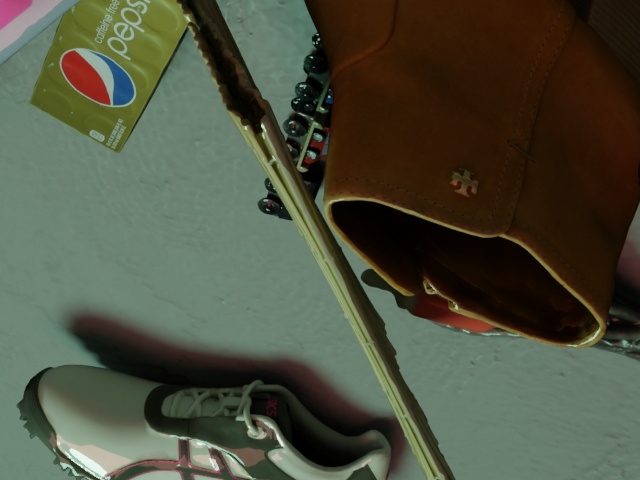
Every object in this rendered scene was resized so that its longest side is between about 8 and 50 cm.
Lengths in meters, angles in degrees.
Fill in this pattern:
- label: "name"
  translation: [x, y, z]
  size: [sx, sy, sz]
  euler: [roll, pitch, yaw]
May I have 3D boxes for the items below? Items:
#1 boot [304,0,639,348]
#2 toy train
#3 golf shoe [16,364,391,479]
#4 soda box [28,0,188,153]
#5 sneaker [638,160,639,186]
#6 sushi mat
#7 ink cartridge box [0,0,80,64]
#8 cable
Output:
- label: "boot"
  translation: [0.028, -0.095, 0.643]
  size: [0.295, 0.211, 0.104]
  euler: [32, 139, -12]
- label: "toy train"
  translation: [-0.004, -0.063, 0.838]
  size: [0.036, 0.027, 0.158]
  euler: [19, 141, -2]
- label: "golf shoe"
  translation: [-0.080, 0.138, 1.062]
  size: [0.273, 0.105, 0.120]
  euler: [22, 125, -9]
- label: "soda box"
  translation: [-0.100, -0.122, 0.774]
  size: [0.061, 0.058, 0.181]
  euler: [29, 147, -8]
- label: "sneaker"
  translation: [0.287, -0.051, 0.638]
  size: [0.281, 0.106, 0.162]
  euler: [6, 135, -24]
- label: "sushi mat"
  translation: [0.000, 0.000, 0.728]
  size: [0.019, 0.151, 0.316]
  euler: [-26, 137, 1]
- label: "ink cartridge box"
  translation: [-0.088, -0.221, 0.578]
  size: [0.311, 0.065, 0.186]
  euler: [-33, 107, 21]
- label: "cable"
  translation: [0.160, 0.057, 0.862]
  size: [0.287, 0.072, 0.139]
  euler: [28, 144, -6]
